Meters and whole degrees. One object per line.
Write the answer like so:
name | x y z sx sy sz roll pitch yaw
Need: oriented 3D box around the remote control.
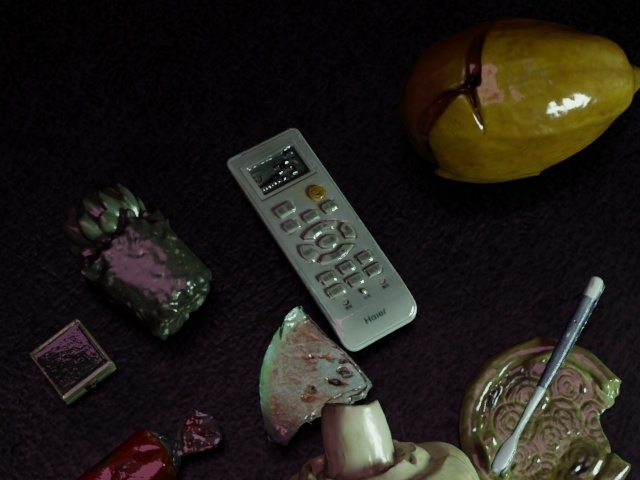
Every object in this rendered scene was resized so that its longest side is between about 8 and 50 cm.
remote control | 0.000 0.000 1.890 0.109 0.055 0.313 -28 67 -14

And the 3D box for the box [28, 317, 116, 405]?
box | -0.313 0.155 1.854 0.079 0.035 0.083 -38 73 -11

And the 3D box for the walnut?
walnut | 0.265 -0.187 1.868 0.336 0.209 0.208 -12 70 -9

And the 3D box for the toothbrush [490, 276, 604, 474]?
toothbrush | 0.282 0.165 1.804 0.024 0.026 0.288 27 71 12

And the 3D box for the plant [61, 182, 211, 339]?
plant | -0.237 0.027 1.848 0.194 0.132 0.129 43 74 10

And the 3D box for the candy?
candy | -0.248 0.305 1.786 0.292 0.059 0.086 -39 72 -12

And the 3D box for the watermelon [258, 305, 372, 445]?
watermelon | -0.008 0.182 1.819 0.139 0.071 0.187 13 63 0

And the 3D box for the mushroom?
mushroom | 0.059 0.291 1.680 0.260 0.254 0.234 -27 107 -44

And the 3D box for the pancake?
pancake | 0.276 0.231 1.806 0.212 0.029 0.235 -9 69 0
